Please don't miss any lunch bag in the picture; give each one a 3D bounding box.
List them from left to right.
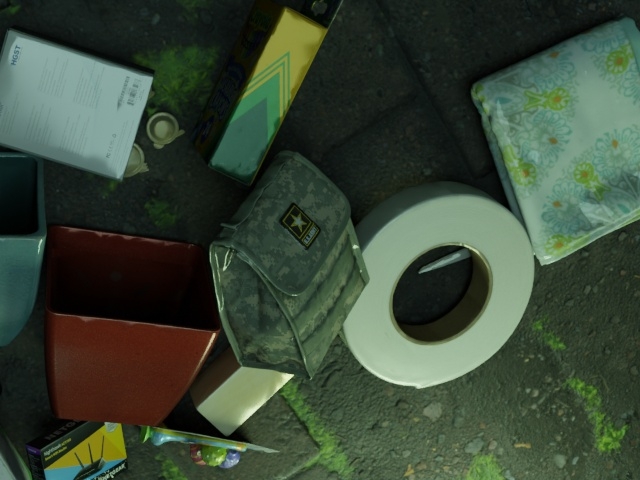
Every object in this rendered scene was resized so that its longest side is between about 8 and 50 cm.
[{"bbox_3d":[-0.054,0.032,1.723,0.235,0.169,0.287,-57,142,-39],"label":"lunch bag"}]

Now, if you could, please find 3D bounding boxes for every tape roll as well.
[{"bbox_3d":[0.204,0.084,1.979,0.392,0.072,0.392,-9,117,-19],"label":"tape roll"}]

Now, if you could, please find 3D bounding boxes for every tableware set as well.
[{"bbox_3d":[-0.317,-0.193,1.806,0.141,0.020,0.169,-33,112,-3],"label":"tableware set"}]

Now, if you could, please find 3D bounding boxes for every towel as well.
[{"bbox_3d":[0.473,-0.177,1.982,0.320,0.090,0.374,-26,110,-10],"label":"towel"}]

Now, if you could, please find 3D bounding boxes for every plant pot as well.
[{"bbox_3d":[-0.559,0.028,1.701,0.247,0.247,0.252,0,125,-16],"label":"plant pot"},{"bbox_3d":[-0.333,0.155,1.797,0.267,0.267,0.236,8,118,-18],"label":"plant pot"}]

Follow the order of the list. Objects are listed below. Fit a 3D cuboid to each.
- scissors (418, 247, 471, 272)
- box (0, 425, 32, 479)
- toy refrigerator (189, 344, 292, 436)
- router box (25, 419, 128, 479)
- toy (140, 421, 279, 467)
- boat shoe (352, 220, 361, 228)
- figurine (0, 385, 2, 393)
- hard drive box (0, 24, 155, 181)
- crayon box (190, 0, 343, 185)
[{"bbox_3d":[0.327,0.009,2.048,0.297,0.021,0.109,-36,115,-3],"label":"scissors"},{"bbox_3d":[-0.606,0.473,1.882,0.231,0.127,0.262,-28,112,-6],"label":"box"},{"bbox_3d":[-0.103,0.217,1.953,0.269,0.102,0.094,-43,113,0],"label":"toy refrigerator"},{"bbox_3d":[-0.420,0.376,1.893,0.179,0.046,0.133,-29,120,-48],"label":"router box"},{"bbox_3d":[-0.209,0.373,1.951,0.237,0.137,0.056,19,76,-19],"label":"toy"},{"bbox_3d":[0.000,0.000,1.936,0.178,0.064,0.060,-8,104,-19],"label":"boat shoe"},{"bbox_3d":[-0.631,0.304,1.776,0.215,0.209,0.092,-21,111,-8],"label":"figurine"},{"bbox_3d":[-0.398,-0.217,1.722,0.232,0.089,0.181,17,102,-12],"label":"hard drive box"},{"bbox_3d":[-0.094,-0.268,1.745,0.083,0.203,0.323,25,99,-21],"label":"crayon box"}]
